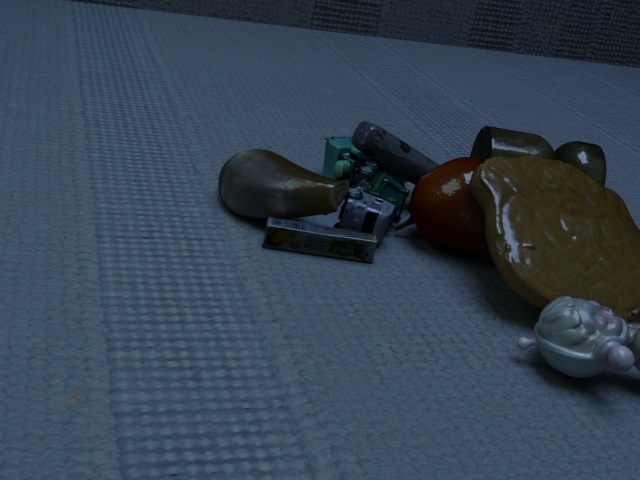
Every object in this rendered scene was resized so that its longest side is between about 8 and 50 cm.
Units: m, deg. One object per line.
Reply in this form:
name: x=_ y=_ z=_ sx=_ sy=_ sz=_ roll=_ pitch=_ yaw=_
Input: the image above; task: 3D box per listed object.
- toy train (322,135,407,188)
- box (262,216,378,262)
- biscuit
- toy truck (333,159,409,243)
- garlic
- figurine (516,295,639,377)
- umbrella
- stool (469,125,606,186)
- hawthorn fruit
toy train: x=0.107 y=-0.169 z=1.784 sx=0.203 sy=0.112 sz=0.163 roll=-1 pitch=21 yaw=-28
box: x=0.000 y=0.000 z=1.458 sx=0.207 sy=0.050 sz=0.041 roll=8 pitch=29 yaw=-6
biscuit: x=0.460 y=-0.004 z=1.448 sx=0.385 sy=0.062 sz=0.365 roll=7 pitch=53 yaw=-27
toy truck: x=0.107 y=-0.071 z=1.583 sx=0.116 sy=0.110 sz=0.216 roll=19 pitch=28 yaw=7
garlic: x=-0.090 y=-0.106 z=1.531 sx=0.318 sy=0.112 sz=0.143 roll=19 pitch=43 yaw=32
figurine: x=0.438 y=0.156 z=1.238 sx=0.256 sy=0.144 sz=0.182 roll=16 pitch=46 yaw=4
umbrella: x=0.205 y=-0.150 z=1.698 sx=0.337 sy=0.067 sz=0.073 roll=28 pitch=15 yaw=-31
stool: x=0.481 y=-0.151 z=1.812 sx=0.264 sy=0.179 sz=0.179 roll=9 pitch=26 yaw=-6
hawthorn fruit: x=0.253 y=-0.059 z=1.570 sx=0.225 sy=0.196 sz=0.196 roll=-16 pitch=24 yaw=10
